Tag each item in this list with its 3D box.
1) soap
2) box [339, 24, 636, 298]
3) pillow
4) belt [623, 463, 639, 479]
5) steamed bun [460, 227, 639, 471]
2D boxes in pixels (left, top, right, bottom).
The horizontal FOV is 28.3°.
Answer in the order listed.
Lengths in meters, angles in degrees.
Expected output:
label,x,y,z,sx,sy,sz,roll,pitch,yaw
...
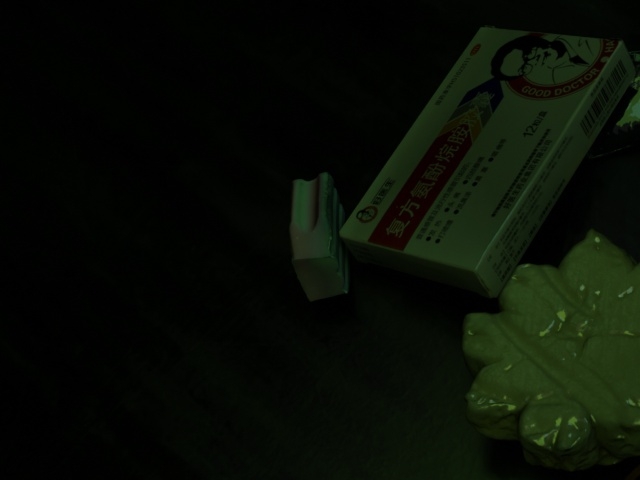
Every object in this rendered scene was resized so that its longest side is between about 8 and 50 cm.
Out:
label,x,y,z,sx,sy,sz,roll,pitch,yaw
soap,0.000,0.000,1.547,0.056,0.100,0.149,-14,37,12
box,0.201,-0.106,1.522,0.214,0.069,0.353,15,61,43
pillow,0.422,-0.181,1.567,0.208,0.055,0.141,-9,71,10
belt,0.399,0.287,1.255,0.261,0.105,0.184,-49,55,21
steamed bun,0.306,0.133,1.389,0.292,0.137,0.295,-10,46,20
